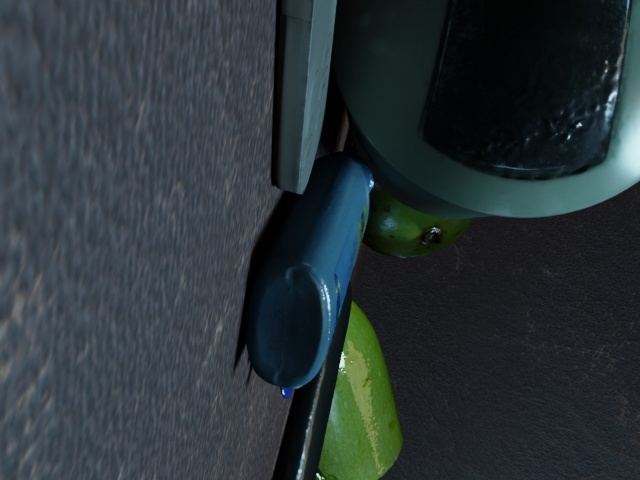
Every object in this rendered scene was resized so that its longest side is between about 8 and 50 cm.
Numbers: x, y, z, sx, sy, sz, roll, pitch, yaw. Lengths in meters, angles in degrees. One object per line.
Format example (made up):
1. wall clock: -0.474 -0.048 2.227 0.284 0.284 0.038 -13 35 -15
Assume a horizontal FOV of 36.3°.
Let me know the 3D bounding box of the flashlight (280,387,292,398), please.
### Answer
1. flashlight: -0.029 0.067 0.789 0.121 0.035 0.057 -78 153 -44

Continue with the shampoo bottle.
1. shampoo bottle: 0.000 0.000 0.758 0.258 0.061 0.103 -70 168 -60

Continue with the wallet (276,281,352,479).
1. wallet: -0.006 0.220 1.401 0.197 0.051 0.377 82 20 -70

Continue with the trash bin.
1. trash bin: 0.146 -0.151 0.845 0.432 0.280 0.280 71 32 -88

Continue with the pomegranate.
1. pomegranate: 0.105 -0.089 1.243 0.187 0.187 0.225 97 -17 -52

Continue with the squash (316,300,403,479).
1. squash: 0.012 0.247 1.657 0.233 0.210 0.309 -67 141 -56

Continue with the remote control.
1. remote control: -0.008 -0.115 0.576 0.245 0.022 0.077 97 6 -56
